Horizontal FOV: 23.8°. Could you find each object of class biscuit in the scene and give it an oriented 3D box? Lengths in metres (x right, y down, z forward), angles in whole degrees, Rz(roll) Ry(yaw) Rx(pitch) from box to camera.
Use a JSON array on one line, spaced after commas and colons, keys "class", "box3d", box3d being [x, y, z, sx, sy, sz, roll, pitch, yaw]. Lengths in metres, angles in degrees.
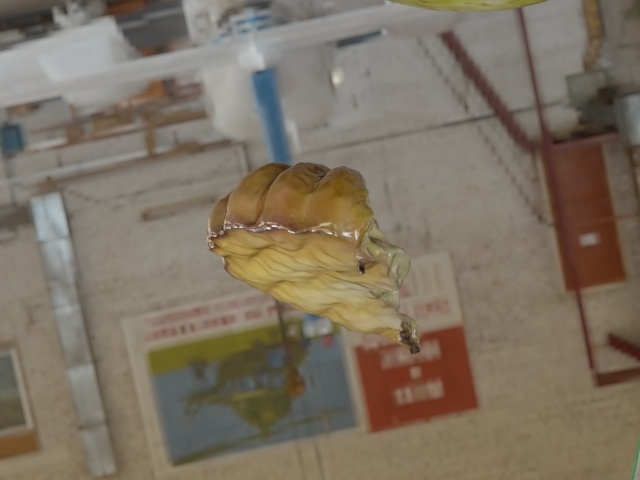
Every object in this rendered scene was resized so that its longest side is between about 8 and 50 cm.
[{"class": "biscuit", "box3d": [0.000, 0.000, 0.807, 0.118, 0.061, 0.183, 17, 166, 14]}]

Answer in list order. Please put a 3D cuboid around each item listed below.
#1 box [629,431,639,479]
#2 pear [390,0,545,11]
[{"class": "box", "box3d": [0.342, 0.157, 1.088, 0.250, 0.103, 0.180, -37, -169, 30]}, {"class": "pear", "box3d": [0.058, -0.229, 0.603, 0.294, 0.294, 0.294, -11, -174, 1]}]
